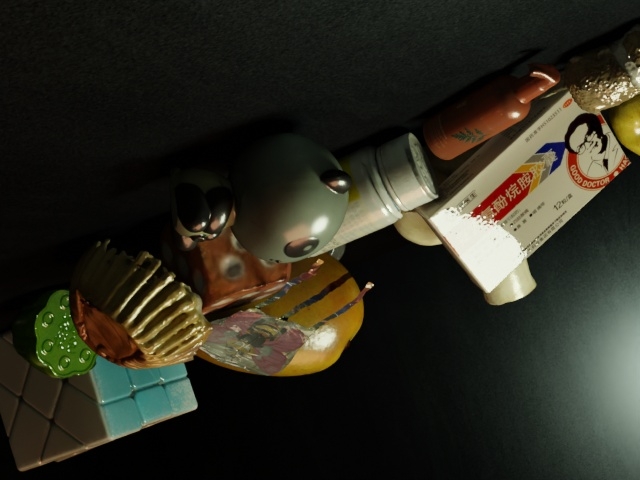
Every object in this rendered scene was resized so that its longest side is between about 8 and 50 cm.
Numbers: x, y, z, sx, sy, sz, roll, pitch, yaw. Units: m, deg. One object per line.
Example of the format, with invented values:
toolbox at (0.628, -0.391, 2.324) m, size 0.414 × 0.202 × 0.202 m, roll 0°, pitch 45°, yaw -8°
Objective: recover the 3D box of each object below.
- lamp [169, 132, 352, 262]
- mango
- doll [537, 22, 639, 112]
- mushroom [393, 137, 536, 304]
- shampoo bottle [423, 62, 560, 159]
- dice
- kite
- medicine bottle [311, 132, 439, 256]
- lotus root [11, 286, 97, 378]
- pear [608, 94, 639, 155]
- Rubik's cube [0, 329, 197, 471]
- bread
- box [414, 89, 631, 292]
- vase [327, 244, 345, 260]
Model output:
lamp at (-0.082, -0.053, 1.264) m, size 0.243 × 0.198 × 0.198 m, roll -10°, pitch 170°, yaw -16°
mango at (-0.133, 0.119, 1.816) m, size 0.445 × 0.300 × 0.232 m, roll 13°, pitch 136°, yaw -12°
doll at (0.452, -0.267, 1.473) m, size 0.221 × 0.115 × 0.105 m, roll -17°, pitch -175°, yaw 22°
mushroom at (0.303, -0.081, 1.816) m, size 0.315 × 0.315 × 0.356 m, roll -24°, pitch 132°, yaw 22°
shampoo bottle at (0.270, -0.210, 1.452) m, size 0.085 × 0.086 × 0.244 m, roll -14°, pitch 169°, yaw -42°
dice at (-0.165, 0.027, 1.606) m, size 0.174 × 0.179 × 0.174 m, roll -19°, pitch 173°, yaw -34°
kite at (-0.075, 0.140, 1.597) m, size 0.204 × 0.022 × 0.360 m, roll 28°, pitch 133°, yaw -27°
medicine bottle at (0.064, -0.079, 1.589) m, size 0.258 × 0.144 × 0.143 m, roll -22°, pitch 173°, yaw 18°
lotus root at (-0.545, 0.182, 1.829) m, size 0.186 × 0.186 × 0.186 m, roll -20°, pitch 173°, yaw -3°
pear at (0.645, -0.257, 1.712) m, size 0.208 × 0.209 × 0.209 m, roll -20°, pitch 173°, yaw -3°
Rubik's cube at (-0.534, 0.316, 2.143) m, size 0.318 × 0.322 × 0.316 m, roll -23°, pitch 171°, yaw 28°
bread at (-0.317, 0.121, 1.548) m, size 0.149 × 0.274 × 0.274 m, roll -48°, pitch -174°, yaw -28°
box at (0.360, -0.097, 1.626) m, size 0.353 × 0.214 × 0.069 m, roll -43°, pitch -149°, yaw -1°
vase at (0.000, 0.000, 2.178) m, size 0.120 × 0.120 × 0.183 m, roll -21°, pitch -173°, yaw 4°
